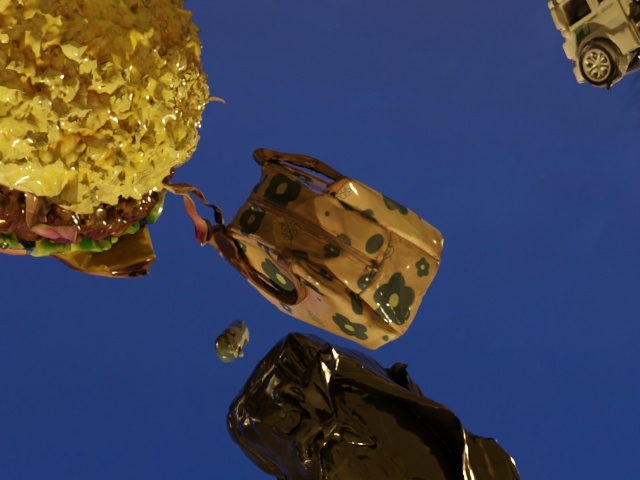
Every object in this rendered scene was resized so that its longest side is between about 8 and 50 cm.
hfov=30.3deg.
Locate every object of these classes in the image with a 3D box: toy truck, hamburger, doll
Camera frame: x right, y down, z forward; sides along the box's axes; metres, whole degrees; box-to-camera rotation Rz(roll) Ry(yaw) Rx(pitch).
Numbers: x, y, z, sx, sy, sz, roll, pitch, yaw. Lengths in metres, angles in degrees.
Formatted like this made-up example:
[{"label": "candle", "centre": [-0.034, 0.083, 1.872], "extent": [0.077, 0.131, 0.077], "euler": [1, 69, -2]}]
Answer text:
[{"label": "toy truck", "centre": [0.290, -0.218, 0.909], "extent": [0.114, 0.253, 0.124], "euler": [-21, -96, -39]}, {"label": "hamburger", "centre": [-0.149, -0.102, 0.618], "extent": [0.138, 0.261, 0.243], "euler": [-28, -121, 33]}, {"label": "doll", "centre": [-0.106, 0.122, 1.453], "extent": [0.027, 0.037, 0.125], "euler": [-19, -174, 12]}]

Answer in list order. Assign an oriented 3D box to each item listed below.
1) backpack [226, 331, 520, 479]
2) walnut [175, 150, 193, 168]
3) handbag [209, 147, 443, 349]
[{"label": "backpack", "centre": [0.097, 0.313, 1.612], "extent": [0.255, 0.363, 0.446], "euler": [-48, -112, 7]}, {"label": "walnut", "centre": [-0.242, -0.154, 1.867], "extent": [0.092, 0.092, 0.092], "euler": [0, -140, 0]}, {"label": "handbag", "centre": [0.000, 0.000, 1.459], "extent": [0.251, 0.193, 0.190], "euler": [20, -101, 51]}]
